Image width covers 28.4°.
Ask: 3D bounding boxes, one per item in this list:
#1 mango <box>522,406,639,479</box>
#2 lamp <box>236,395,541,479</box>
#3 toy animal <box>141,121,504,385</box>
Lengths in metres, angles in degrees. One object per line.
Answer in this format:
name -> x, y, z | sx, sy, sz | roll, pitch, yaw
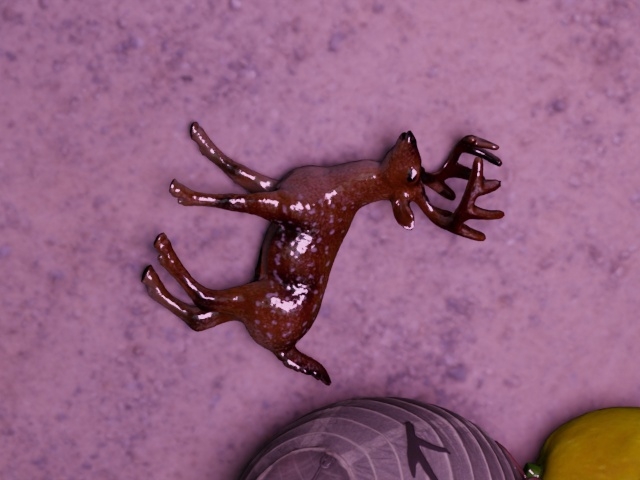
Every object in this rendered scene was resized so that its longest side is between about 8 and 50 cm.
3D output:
mango -> 0.317, 0.277, 1.048 | 0.192, 0.156, 0.343 | -42, 102, 17
lamp -> 0.048, 0.241, 1.009 | 0.233, 0.233, 0.265 | 42, 100, -7
toy animal -> 0.001, -0.009, 1.043 | 0.260, 0.087, 0.243 | 18, 114, -5
